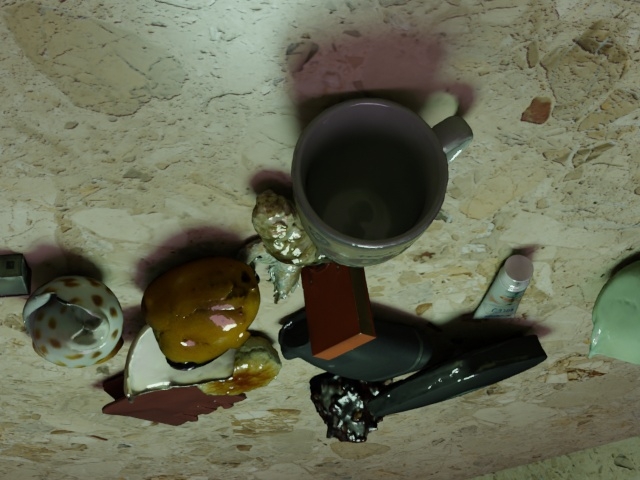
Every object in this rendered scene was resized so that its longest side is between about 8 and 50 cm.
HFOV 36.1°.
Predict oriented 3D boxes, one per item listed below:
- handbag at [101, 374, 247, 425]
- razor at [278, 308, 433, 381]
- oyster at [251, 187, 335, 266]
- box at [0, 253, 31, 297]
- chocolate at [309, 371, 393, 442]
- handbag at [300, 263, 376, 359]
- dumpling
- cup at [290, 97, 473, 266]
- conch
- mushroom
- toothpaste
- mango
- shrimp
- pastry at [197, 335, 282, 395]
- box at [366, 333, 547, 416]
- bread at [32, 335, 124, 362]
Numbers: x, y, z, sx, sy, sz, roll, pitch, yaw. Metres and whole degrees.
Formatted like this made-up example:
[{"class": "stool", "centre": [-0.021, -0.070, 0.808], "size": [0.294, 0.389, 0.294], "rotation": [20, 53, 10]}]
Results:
[{"class": "handbag", "centre": [-0.351, 0.366, 2.344], "size": [0.260, 0.084, 0.276], "rotation": [-28, 147, 33]}, {"class": "razor", "centre": [0.081, 0.234, 2.178], "size": [0.204, 0.113, 0.349], "rotation": [-27, 147, 37]}, {"class": "oyster", "centre": [0.002, 0.002, 1.696], "size": [0.295, 0.094, 0.166], "rotation": [17, 159, -20]}, {"class": "box", "centre": [-0.557, 0.062, 1.730], "size": [0.085, 0.060, 0.063], "rotation": [-3, 148, -7]}, {"class": "chocolate", "centre": [0.088, 0.436, 2.501], "size": [0.224, 0.177, 0.206], "rotation": [-19, 151, 23]}, {"class": "handbag", "centre": [0.031, 0.113, 1.847], "size": [0.063, 0.190, 0.127], "rotation": [17, 142, -43]}, {"class": "dumpling", "centre": [0.717, 0.125, 2.078], "size": [0.321, 0.270, 0.211], "rotation": [1, 139, 39]}, {"class": "cup", "centre": [0.095, -0.088, 1.512], "size": [0.301, 0.227, 0.257], "rotation": [-32, 170, -11]}, {"class": "conch", "centre": [-0.460, 0.148, 1.827], "size": [0.275, 0.148, 0.182], "rotation": [-23, 108, 40]}, {"class": "mushroom", "centre": [-0.308, 0.221, 2.055], "size": [0.236, 0.162, 0.173], "rotation": [-8, -171, -20]}, {"class": "toothpaste", "centre": [0.394, 0.117, 2.102], "size": [0.100, 0.066, 0.323], "rotation": [-4, 158, -1]}, {"class": "mango", "centre": [-0.225, 0.127, 1.830], "size": [0.201, 0.152, 0.287], "rotation": [28, 140, -32]}, {"class": "shrimp", "centre": [-0.098, 0.057, 1.859], "size": [0.126, 0.047, 0.223], "rotation": [3, 145, -4]}, {"class": "pastry", "centre": [-0.188, 0.281, 2.211], "size": [0.193, 0.093, 0.182], "rotation": [-20, 150, 6]}, {"class": "box", "centre": [0.328, 0.327, 2.362], "size": [0.350, 0.091, 0.359], "rotation": [-4, 158, -47]}, {"class": "bread", "centre": [-0.502, 0.222, 2.037], "size": [0.189, 0.077, 0.114], "rotation": [8, 144, -24]}]
